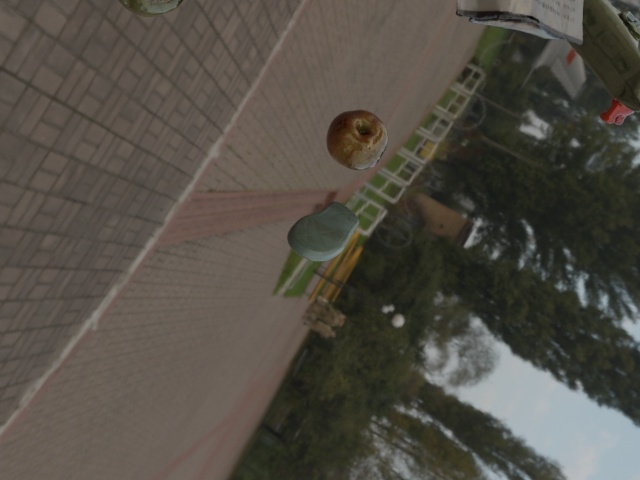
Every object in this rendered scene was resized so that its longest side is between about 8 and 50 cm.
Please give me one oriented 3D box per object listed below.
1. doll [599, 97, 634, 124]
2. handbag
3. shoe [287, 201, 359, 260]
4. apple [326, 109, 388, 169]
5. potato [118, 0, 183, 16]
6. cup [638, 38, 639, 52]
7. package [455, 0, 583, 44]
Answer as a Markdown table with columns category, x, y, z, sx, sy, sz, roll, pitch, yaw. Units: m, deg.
| category | x | y | z | sx | sy | sz | roll | pitch | yaw |
| --- | --- | --- | --- | --- | --- | --- | --- | --- | --- |
| doll | 0.765 | -0.384 | 1.644 | 0.142 | 0.076 | 0.245 | -8 | 135 | -46 |
| handbag | 0.552 | -0.345 | 1.261 | 0.253 | 0.316 | 0.109 | -2 | 146 | -46 |
| shoe | 0.000 | 0.000 | 1.062 | 0.078 | 0.079 | 0.195 | -58 | 173 | 29 |
| apple | 0.072 | -0.203 | 1.369 | 0.126 | 0.126 | 0.102 | -56 | 174 | -28 |
| potato | -0.328 | -0.558 | 1.324 | 0.165 | 0.164 | 0.263 | 44 | 49 | -84 |
| cup | 0.416 | -0.190 | 0.734 | 0.095 | 0.129 | 0.128 | -7 | 135 | -32 |
| package | 0.287 | -0.385 | 0.941 | 0.062 | 0.250 | 0.204 | 6 | -85 | 58 |
